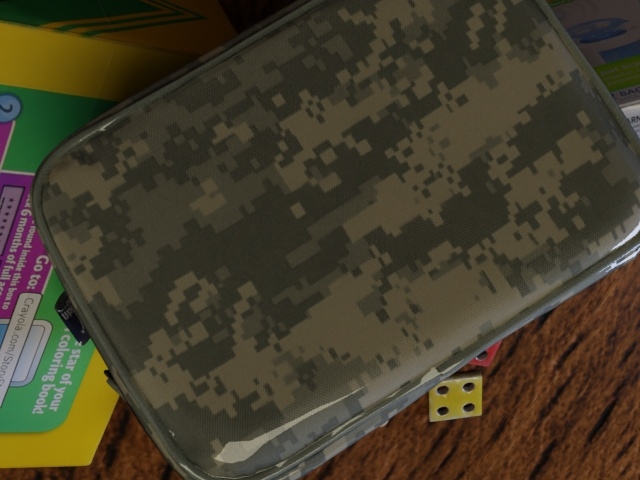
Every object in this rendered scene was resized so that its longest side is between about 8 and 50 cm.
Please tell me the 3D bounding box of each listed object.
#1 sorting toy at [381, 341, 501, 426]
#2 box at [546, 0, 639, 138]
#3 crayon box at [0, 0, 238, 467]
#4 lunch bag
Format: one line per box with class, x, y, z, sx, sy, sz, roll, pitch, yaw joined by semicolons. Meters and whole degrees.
sorting toy;0.025;0.104;0.957;0.275;0.046;0.132;13;122;-17
box;0.200;-0.098;0.743;0.114;0.203;0.103;-14;125;2
crayon box;-0.251;-0.009;0.755;0.313;0.106;0.362;5;126;-34
lunch bag;0.000;0.000;0.683;0.305;0.256;0.212;-33;83;-9
